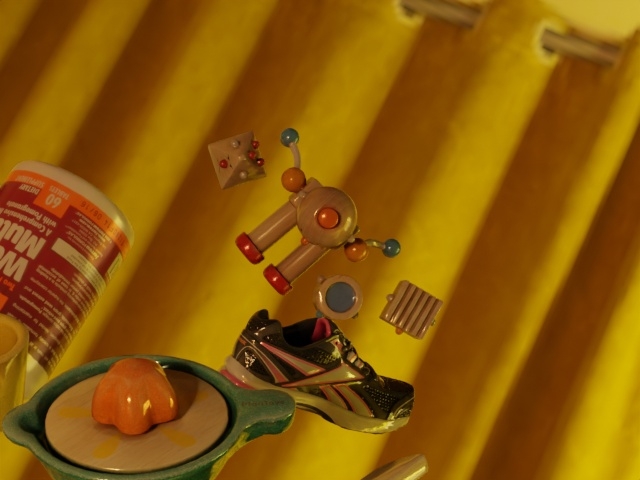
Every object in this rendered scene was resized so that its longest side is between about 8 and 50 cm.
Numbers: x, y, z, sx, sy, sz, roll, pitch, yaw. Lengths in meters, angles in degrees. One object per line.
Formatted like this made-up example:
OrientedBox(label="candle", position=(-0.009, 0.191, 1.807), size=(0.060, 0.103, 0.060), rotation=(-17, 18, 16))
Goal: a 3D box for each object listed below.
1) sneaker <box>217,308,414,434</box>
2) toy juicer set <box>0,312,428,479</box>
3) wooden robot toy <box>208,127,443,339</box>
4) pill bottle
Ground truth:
OrientedBox(label="sneaker", position=(0.008, 0.102, 1.462), size=(0.178, 0.077, 0.072), rotation=(14, 13, -35))
OrientedBox(label="toy juicer set", position=(-0.122, 0.129, 1.062), size=(0.329, 0.209, 0.089), rotation=(10, -60, 18))
OrientedBox(label="wooden robot toy", position=(0.000, 0.000, 1.073), size=(0.173, 0.076, 0.079), rotation=(47, -6, -4))
OrientedBox(label="pill bottle", position=(-0.256, 0.054, 1.488), size=(0.121, 0.221, 0.121), rotation=(26, -22, 11))
